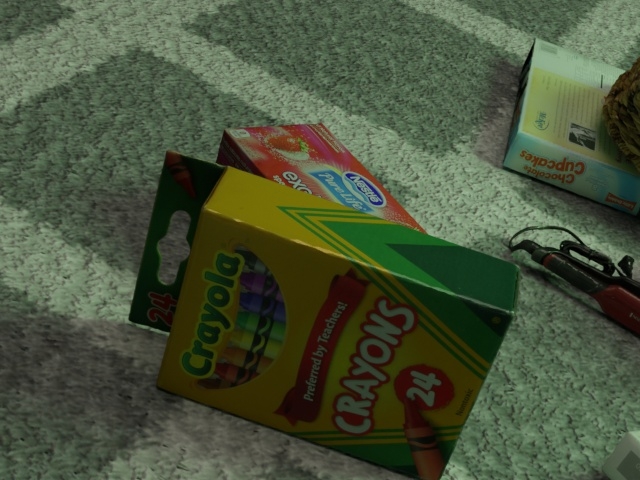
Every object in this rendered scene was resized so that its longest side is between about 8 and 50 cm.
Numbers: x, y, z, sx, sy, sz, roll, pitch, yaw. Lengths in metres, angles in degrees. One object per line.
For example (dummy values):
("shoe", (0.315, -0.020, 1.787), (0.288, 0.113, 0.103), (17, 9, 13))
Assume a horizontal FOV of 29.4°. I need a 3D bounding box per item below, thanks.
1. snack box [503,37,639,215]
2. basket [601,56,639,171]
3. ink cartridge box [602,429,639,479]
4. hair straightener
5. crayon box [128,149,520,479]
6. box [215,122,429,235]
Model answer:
("snack box", (0.362, -0.166, 1.684), (0.187, 0.060, 0.322), (21, 34, 2))
("basket", (0.504, -0.108, 1.573), (0.299, 0.223, 0.213), (39, 67, -1))
("ink cartridge box", (0.389, 0.249, 1.139), (0.224, 0.056, 0.181), (7, 30, -50))
("hair straightener", (0.322, 0.045, 1.392), (0.230, 0.047, 0.089), (28, 34, 22))
("crayon box", (-0.012, 0.068, 1.052), (0.318, 0.202, 0.081), (18, 34, 2))
("box", (0.000, 0.000, 1.221), (0.128, 0.123, 0.257), (-8, 42, -35))
